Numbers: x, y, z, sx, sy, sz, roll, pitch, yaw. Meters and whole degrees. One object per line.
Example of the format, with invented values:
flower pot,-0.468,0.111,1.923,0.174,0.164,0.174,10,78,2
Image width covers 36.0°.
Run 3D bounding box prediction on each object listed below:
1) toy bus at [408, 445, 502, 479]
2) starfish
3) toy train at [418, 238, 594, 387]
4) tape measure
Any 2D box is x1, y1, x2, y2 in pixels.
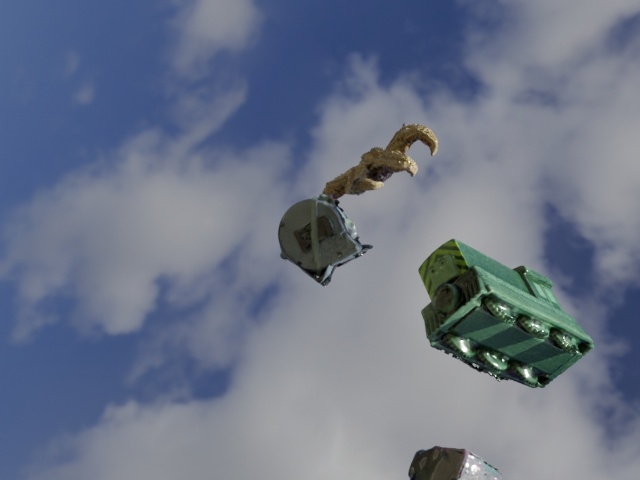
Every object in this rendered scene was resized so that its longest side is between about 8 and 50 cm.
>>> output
toy bus,0.143,0.418,1.294,0.138,0.112,0.317,-33,-153,50
starfish,0.074,-0.099,1.452,0.216,0.071,0.238,-33,-178,7
toy train,0.279,0.113,1.550,0.138,0.330,0.178,-44,-138,24
tape measure,-0.002,-0.001,1.110,0.091,0.054,0.094,-41,-105,9
